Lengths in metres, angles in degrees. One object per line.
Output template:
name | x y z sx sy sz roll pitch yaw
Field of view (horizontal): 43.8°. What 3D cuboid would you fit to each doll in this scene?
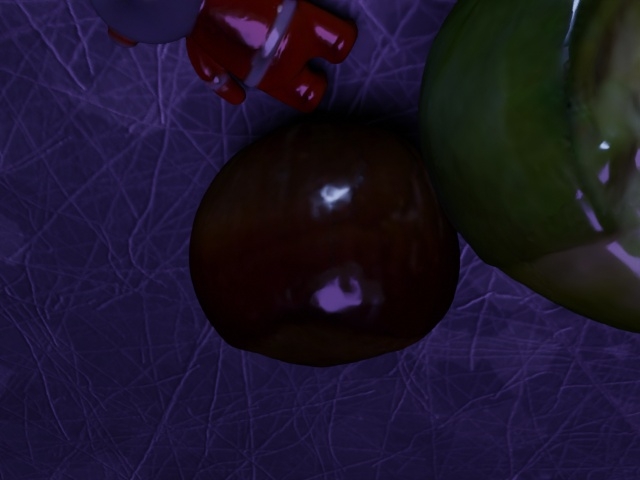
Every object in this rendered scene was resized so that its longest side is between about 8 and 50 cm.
doll | -0.095 -0.185 0.634 0.245 0.076 0.142 24 127 -11

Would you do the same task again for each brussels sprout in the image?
brussels sprout | 0.241 -0.106 0.488 0.371 0.315 0.276 -31 93 5

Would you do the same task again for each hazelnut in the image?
hazelnut | 0.000 0.000 0.679 0.229 0.229 0.229 6 128 8
